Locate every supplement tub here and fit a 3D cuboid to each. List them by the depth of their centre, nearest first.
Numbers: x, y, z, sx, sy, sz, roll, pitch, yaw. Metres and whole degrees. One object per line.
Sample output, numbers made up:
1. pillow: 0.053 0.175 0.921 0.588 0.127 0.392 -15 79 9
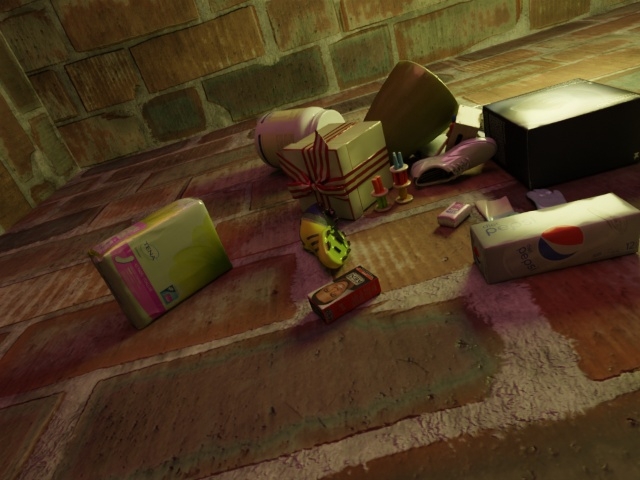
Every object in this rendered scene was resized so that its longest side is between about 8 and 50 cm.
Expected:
1. supplement tub: -0.078 -0.408 1.716 0.325 0.235 0.235 8 37 38

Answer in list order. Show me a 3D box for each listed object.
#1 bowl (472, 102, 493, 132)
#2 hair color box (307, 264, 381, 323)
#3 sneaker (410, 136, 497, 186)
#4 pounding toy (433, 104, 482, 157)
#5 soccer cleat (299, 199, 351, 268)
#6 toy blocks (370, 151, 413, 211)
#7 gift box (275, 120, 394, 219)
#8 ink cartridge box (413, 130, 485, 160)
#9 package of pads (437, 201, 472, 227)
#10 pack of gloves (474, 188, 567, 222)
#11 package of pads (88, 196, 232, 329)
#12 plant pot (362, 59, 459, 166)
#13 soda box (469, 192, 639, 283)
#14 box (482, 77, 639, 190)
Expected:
1. bowl: 0.600 -0.430 1.538 0.170 0.080 0.170 -13 28 7
2. hair color box: 0.051 0.113 0.914 0.141 0.043 0.072 -28 31 -18
3. sneaker: 0.397 -0.220 1.272 0.258 0.094 0.091 -21 37 24
4. pounding toy: 0.419 -0.320 1.315 0.100 0.141 0.130 17 49 9
5. soccer cleat: 0.001 0.000 1.128 0.121 0.093 0.289 -43 28 17
6. toy blocks: 0.197 -0.169 1.226 0.123 0.148 0.054 -21 28 -8
7. gift box: 0.037 -0.230 1.306 0.255 0.276 0.258 6 37 45
8. ink cartridge box: 0.450 -0.313 1.448 0.224 0.045 0.223 -19 29 -2
9. package of pads: 0.340 -0.065 1.083 0.083 0.031 0.050 -36 36 -30
10. pack of gloves: 0.491 -0.075 1.003 0.195 0.046 0.232 -13 29 10
11. package of pads: -0.398 0.045 1.095 0.101 0.229 0.297 14 41 44
12. plant pot: 0.257 -0.383 1.417 0.293 0.275 0.275 -48 31 3
13. soda box: 0.455 -0.004 0.846 0.287 0.091 0.098 -13 29 8
14. box: 0.654 -0.305 1.181 0.297 0.182 0.294 -16 29 5
